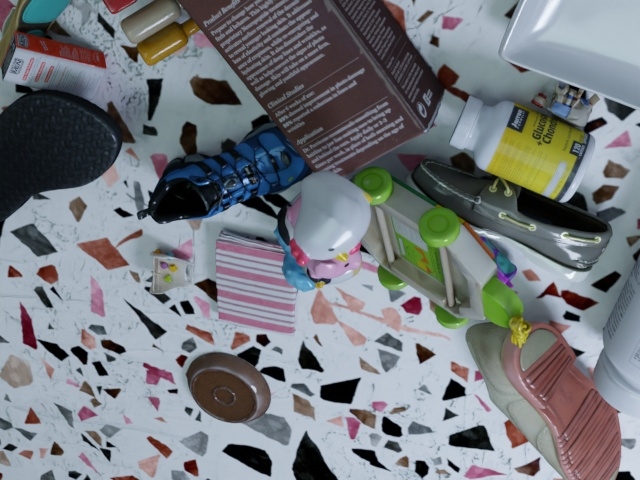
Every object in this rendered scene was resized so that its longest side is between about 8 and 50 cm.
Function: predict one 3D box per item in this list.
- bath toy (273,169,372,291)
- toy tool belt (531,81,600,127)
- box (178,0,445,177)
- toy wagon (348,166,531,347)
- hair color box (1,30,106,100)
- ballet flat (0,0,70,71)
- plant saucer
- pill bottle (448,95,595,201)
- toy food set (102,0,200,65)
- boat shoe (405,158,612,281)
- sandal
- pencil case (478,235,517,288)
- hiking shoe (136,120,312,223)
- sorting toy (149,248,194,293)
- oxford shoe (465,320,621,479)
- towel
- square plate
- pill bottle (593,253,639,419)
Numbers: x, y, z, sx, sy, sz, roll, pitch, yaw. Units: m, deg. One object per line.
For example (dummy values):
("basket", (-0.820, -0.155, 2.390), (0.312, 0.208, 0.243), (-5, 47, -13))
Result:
("bath toy", (0.000, 0.000, 1.486), (0.151, 0.129, 0.348), (34, 170, -1))
("toy tool belt", (0.336, -0.193, 1.409), (0.083, 0.052, 0.051), (27, 96, -3))
("box", (-0.020, -0.283, 1.415), (0.191, 0.143, 0.381), (-27, 113, 33))
("toy wagon", (0.171, 0.032, 1.495), (0.344, 0.068, 0.267), (34, 161, 28))
("hair color box", (-0.408, -0.266, 1.579), (0.141, 0.043, 0.072), (10, 135, -32))
("ballet flat", (-0.444, -0.344, 1.568), (0.073, 0.080, 0.232), (53, 127, 18))
("plant saucer", (-0.175, 0.282, 1.924), (0.168, 0.029, 0.168), (9, 124, 14))
("pill bottle", (0.277, -0.132, 1.430), (0.184, 0.103, 0.103), (23, 127, 3))
("toy food set", (-0.265, -0.374, 1.468), (0.104, 0.111, 0.232), (-31, 100, 1))
("boat shoe", (0.272, -0.048, 1.490), (0.305, 0.109, 0.091), (26, 123, -2))
("sandal", (-0.470, -0.155, 1.698), (0.445, 0.107, 0.167), (-17, 119, 43))
("pencil case", (0.230, 0.015, 1.569), (0.151, 0.070, 0.064), (44, 89, -14))
("hiking shoe", (-0.131, -0.089, 1.588), (0.304, 0.132, 0.113), (-18, 115, 29))
("sorting toy", (-0.256, 0.053, 1.790), (0.075, 0.045, 0.083), (11, 126, 4))
("oxford shoe", (0.370, 0.268, 1.680), (0.146, 0.140, 0.397), (10, 138, 52))
("towel", (-0.107, 0.076, 1.761), (0.144, 0.029, 0.197), (12, 128, 12))
("square plate", (0.442, -0.320, 1.277), (0.347, 0.049, 0.344), (22, 127, 5))
("pill bottle", (0.503, 0.115, 1.482), (0.160, 0.160, 0.283), (19, 127, 7))
